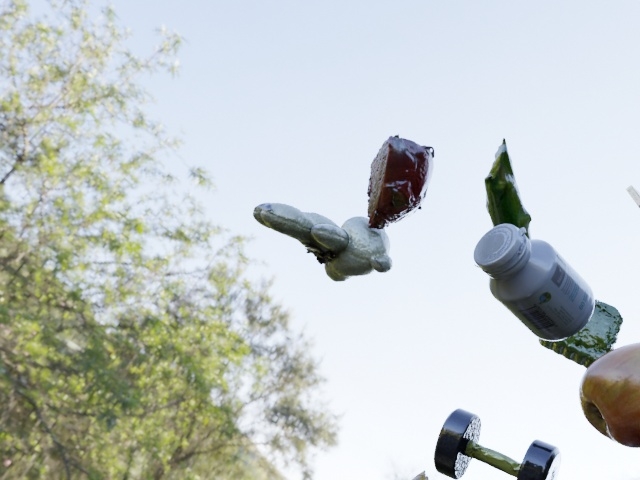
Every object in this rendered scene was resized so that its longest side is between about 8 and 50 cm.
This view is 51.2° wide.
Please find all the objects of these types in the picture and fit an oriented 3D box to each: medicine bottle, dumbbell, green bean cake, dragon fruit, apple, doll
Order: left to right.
[{"bbox_3d":[-0.001,0.000,1.305,0.278,0.175,0.149,21,-60,-15],"label":"doll"},{"bbox_3d":[0.157,-0.100,1.263,0.120,0.161,0.127,12,-19,-9],"label":"dragon fruit"},{"bbox_3d":[0.515,0.640,1.954,0.322,0.204,0.204,15,-32,32],"label":"dumbbell"},{"bbox_3d":[0.371,0.069,1.178,0.215,0.135,0.135,41,-30,-23],"label":"medicine bottle"},{"bbox_3d":[0.789,0.270,2.030,0.214,0.200,0.113,24,-25,24],"label":"green bean cake"},{"bbox_3d":[0.766,0.371,1.621,0.242,0.241,0.242,61,-7,13],"label":"apple"}]

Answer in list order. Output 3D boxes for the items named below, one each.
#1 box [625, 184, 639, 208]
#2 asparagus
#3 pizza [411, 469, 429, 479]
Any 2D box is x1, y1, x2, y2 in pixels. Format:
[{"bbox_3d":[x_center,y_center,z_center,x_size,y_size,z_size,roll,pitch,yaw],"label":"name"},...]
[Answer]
[{"bbox_3d":[0.634,-0.065,1.296,0.093,0.058,0.015,30,-57,-27],"label":"box"},{"bbox_3d":[0.384,-0.033,1.352,0.085,0.082,0.343,-15,-78,12],"label":"asparagus"},{"bbox_3d":[0.172,0.588,1.298,0.134,0.271,0.056,28,-21,14],"label":"pizza"}]
